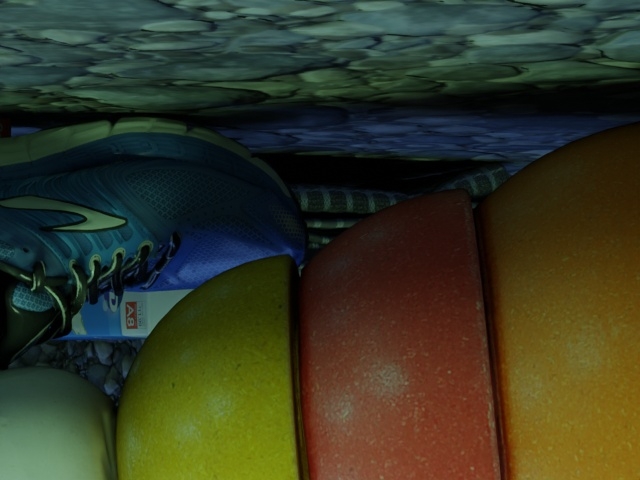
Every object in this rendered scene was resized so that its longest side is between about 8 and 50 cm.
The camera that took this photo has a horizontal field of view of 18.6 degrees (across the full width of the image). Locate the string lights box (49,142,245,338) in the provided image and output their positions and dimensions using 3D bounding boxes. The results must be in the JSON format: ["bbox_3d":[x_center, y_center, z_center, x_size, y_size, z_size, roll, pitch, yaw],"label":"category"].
[{"bbox_3d":[-0.147,0.004,1.397,0.076,0.133,0.259,3,175,-31],"label":"string lights box"}]

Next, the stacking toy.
[{"bbox_3d":[0.012,0.103,1.074,0.480,0.351,0.350,-3,177,4],"label":"stacking toy"}]

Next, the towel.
[{"bbox_3d":[0.000,0.000,1.534,0.235,0.121,0.283,3,177,-27],"label":"towel"}]

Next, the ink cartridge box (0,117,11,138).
[{"bbox_3d":[-0.215,-0.059,1.197,0.115,0.029,0.063,0,177,-21],"label":"ink cartridge box"}]

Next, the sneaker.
[{"bbox_3d":[-0.161,0.014,1.140,0.330,0.147,0.130,0,142,-23],"label":"sneaker"}]
